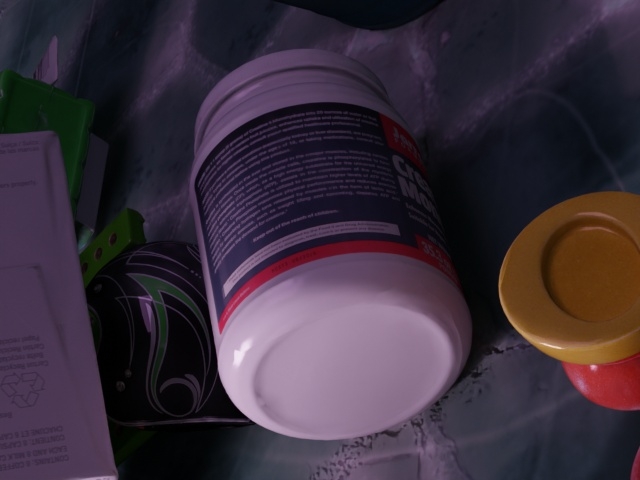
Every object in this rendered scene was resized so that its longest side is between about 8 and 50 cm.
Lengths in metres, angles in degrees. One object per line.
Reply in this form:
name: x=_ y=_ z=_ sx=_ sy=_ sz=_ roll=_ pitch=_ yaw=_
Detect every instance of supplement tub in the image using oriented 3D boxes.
supplement tub: x=0.000 y=0.000 z=1.318 sx=0.191 sy=0.191 sz=0.272 roll=-42 pitch=40 yaw=28

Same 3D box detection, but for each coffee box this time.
coffee box: x=-0.367 y=0.154 z=1.416 sx=0.334 sy=0.337 sz=0.338 roll=105 pitch=154 yaw=-53

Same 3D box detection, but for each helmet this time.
helmet: x=-0.122 y=0.080 z=1.448 sx=0.169 sy=0.169 sz=0.161 roll=-13 pitch=75 yaw=49

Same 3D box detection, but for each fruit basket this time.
fruit basket: x=-0.354 y=0.001 z=1.851 sx=0.353 sy=0.165 sz=0.327 roll=121 pitch=159 yaw=-45

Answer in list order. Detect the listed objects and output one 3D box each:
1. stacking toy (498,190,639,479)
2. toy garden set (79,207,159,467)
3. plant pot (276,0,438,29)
stacking toy: x=0.286 y=0.079 z=1.014 sx=0.279 sy=0.130 sz=0.309 roll=-27 pitch=45 yaw=5
toy garden set: x=-0.211 y=0.125 z=1.644 sx=0.204 sy=0.049 sz=0.244 roll=-42 pitch=45 yaw=35
plant pot: x=-0.031 y=-0.331 z=1.451 sx=0.271 sy=0.255 sz=0.271 roll=-4 pitch=85 yaw=48
